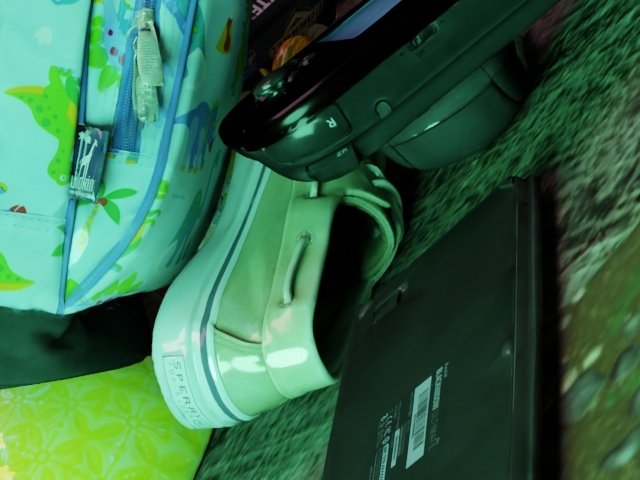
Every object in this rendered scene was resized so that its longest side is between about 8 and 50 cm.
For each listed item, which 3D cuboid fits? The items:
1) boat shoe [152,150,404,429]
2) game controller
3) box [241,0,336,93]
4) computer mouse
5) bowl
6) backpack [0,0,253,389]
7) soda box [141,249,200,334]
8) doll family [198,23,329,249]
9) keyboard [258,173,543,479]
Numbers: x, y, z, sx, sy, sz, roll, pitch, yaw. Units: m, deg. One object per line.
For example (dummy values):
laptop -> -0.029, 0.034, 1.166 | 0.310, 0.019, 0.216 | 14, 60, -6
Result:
boat shoe -> 0.000, 0.000, 0.987 | 0.094, 0.109, 0.302 | -7, 33, 22
game controller -> 0.082, -0.144, 0.887 | 0.319, 0.067, 0.166 | -39, 20, -6
box -> -0.074, -0.098, 1.297 | 0.220, 0.051, 0.175 | -46, -23, -28
computer mouse -> 0.099, -0.117, 0.990 | 0.184, 0.060, 0.262 | -34, 20, 7
bowl -> -0.209, 0.166, 1.159 | 0.289, 0.156, 0.289 | -51, 13, 17
backpack -> -0.150, -0.101, 0.979 | 0.290, 0.273, 0.355 | 13, -108, -84
soda box -> -0.127, -0.035, 1.528 | 0.083, 0.092, 0.263 | -42, 18, 44
doll family -> -0.020, -0.077, 1.201 | 0.163, 0.118, 0.263 | -62, -19, 19
keyboard -> 0.023, 0.104, 0.729 | 0.201, 0.033, 0.317 | -42, 16, 26
